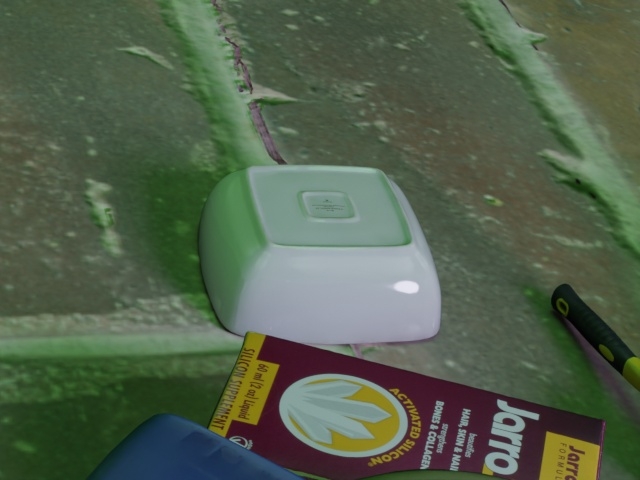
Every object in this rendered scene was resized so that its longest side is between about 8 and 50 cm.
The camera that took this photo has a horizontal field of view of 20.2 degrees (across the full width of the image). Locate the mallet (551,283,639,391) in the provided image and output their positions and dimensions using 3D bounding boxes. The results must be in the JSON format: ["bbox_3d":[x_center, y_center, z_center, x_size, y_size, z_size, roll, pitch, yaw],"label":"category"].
[{"bbox_3d":[0.179,0.085,1.025,0.039,0.062,0.189,-2,20,-21],"label":"mallet"}]

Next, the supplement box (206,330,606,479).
[{"bbox_3d":[0.037,0.124,0.876,0.188,0.081,0.104,14,33,5],"label":"supplement box"}]

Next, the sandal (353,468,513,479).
[{"bbox_3d":[-0.026,0.178,0.750,0.302,0.120,0.086,-10,32,-13],"label":"sandal"}]

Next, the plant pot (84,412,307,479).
[{"bbox_3d":[-0.034,0.234,0.559,0.236,0.236,0.212,28,42,24],"label":"plant pot"}]

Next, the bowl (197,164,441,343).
[{"bbox_3d":[0.000,0.000,1.081,0.142,0.053,0.142,0,34,-13],"label":"bowl"}]
